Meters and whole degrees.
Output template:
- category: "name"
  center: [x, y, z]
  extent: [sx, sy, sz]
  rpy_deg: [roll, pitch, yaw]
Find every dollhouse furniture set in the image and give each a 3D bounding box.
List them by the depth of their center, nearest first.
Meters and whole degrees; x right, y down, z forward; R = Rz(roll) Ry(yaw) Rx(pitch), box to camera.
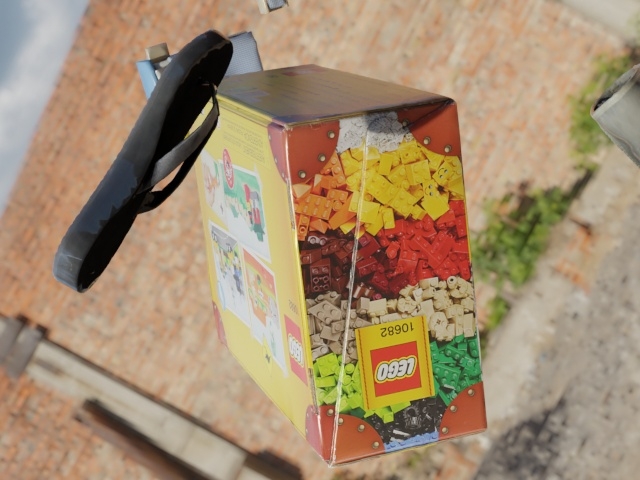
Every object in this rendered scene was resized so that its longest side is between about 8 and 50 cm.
- category: "dollhouse furniture set"
  center: [-0.121, -0.305, 2.151]
  extent: [0.286, 0.303, 0.198]
  rpy_deg: [-21, 15, -24]

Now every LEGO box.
- category: "LEGO box"
  center: [0.000, 0.000, 1.660]
  extent: [0.500, 0.193, 0.372]
  rpy_deg: [-146, 47, -69]

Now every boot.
- category: "boot"
  center: [0.289, -0.037, 1.007]
  extent: [0.076, 0.208, 0.189]
  rpy_deg: [-36, 6, 2]

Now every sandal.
- category: "sandal"
  center: [-0.136, -0.062, 1.171]
  extent: [0.254, 0.054, 0.097]
  rpy_deg: [-61, -8, -15]
